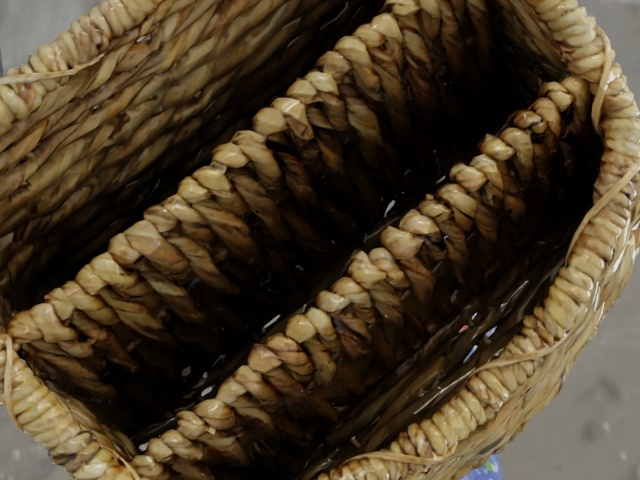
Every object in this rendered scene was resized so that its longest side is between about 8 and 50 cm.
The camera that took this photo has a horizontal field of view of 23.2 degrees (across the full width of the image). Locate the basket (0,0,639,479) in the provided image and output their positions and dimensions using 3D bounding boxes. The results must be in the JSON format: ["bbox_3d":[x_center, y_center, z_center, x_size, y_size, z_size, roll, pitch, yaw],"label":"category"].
[{"bbox_3d":[0.000,0.000,0.692,0.299,0.213,0.223,-40,156,-6],"label":"basket"}]

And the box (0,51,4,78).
[{"bbox_3d":[-0.332,-0.047,1.208,0.233,0.059,0.183,-26,114,-56],"label":"box"}]

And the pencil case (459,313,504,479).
[{"bbox_3d":[0.100,0.185,1.264,0.119,0.306,0.133,-21,150,30],"label":"pencil case"}]
